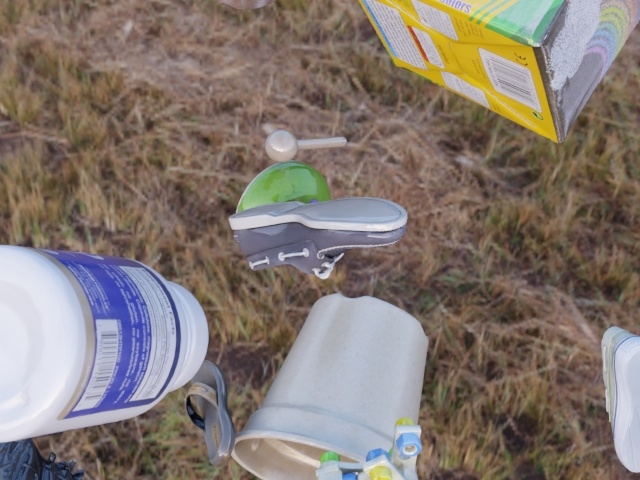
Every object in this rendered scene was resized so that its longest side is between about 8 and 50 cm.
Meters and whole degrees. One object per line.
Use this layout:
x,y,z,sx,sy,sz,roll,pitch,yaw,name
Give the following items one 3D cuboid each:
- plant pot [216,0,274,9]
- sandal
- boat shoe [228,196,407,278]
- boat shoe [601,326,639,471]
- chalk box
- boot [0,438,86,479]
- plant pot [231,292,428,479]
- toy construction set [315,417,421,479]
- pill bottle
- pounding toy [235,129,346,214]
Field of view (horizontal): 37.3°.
-0.093,-0.390,1.200,0.167,0.165,0.166,4,66,-9,plant pot
-0.191,0.277,1.551,0.060,0.090,0.219,12,35,-25,sandal
0.000,0.000,0.871,0.206,0.064,0.075,1,18,43,boat shoe
0.578,0.290,1.745,0.109,0.302,0.094,-15,28,-8,boat shoe
0.133,-0.193,0.554,0.132,0.132,0.213,30,84,26,chalk box
-0.257,0.235,0.827,0.045,0.099,0.121,-11,41,27,boot
0.047,0.272,1.653,0.334,0.333,0.305,15,61,9,plant pot
0.093,0.421,1.371,0.215,0.327,0.151,-21,19,7,toy construction set
-0.151,0.063,0.609,0.112,0.112,0.187,27,5,20,pill bottle
-0.028,-0.052,1.546,0.183,0.236,0.110,2,23,-40,pounding toy
